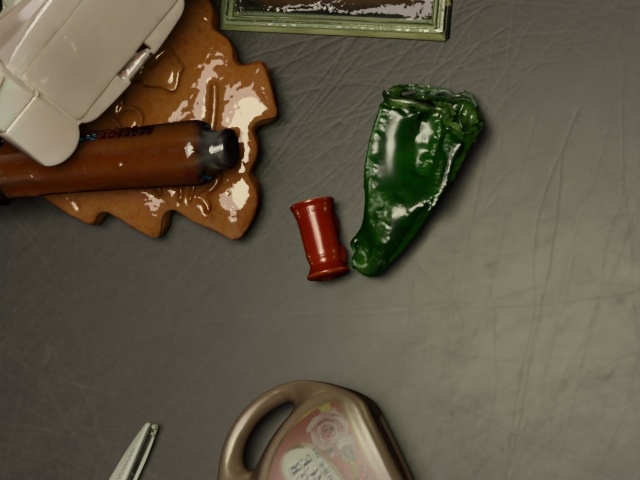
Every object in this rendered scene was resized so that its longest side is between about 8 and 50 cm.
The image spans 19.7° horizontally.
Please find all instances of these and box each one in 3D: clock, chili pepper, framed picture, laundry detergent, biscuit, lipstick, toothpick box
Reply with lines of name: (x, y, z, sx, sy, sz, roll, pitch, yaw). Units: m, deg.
clock: (-0.304, -0.275, 1.898, 0.342, 0.184, 0.326, -48, 50, -5)
chili pepper: (0.085, -0.065, 1.869, 0.108, 0.062, 0.216, 27, 90, 22)
framed picture: (0.019, -0.312, 1.940, 0.252, 0.014, 0.197, 4, 83, 15)
laundry detergent: (-0.039, 0.240, 1.853, 0.237, 0.076, 0.171, -28, 76, 11)
biscuit: (-0.192, -0.114, 1.947, 0.306, 0.043, 0.284, -18, 82, 13)
lipstick: (-0.286, -0.078, 1.914, 0.418, 0.077, 0.077, -4, 82, 18)
toothpick box: (0.000, 0.000, 1.887, 0.047, 0.047, 0.083, -15, 80, 12)

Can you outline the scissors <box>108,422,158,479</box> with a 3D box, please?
scissors: (-0.215, 0.268, 1.919, 0.085, 0.022, 0.176, 30, 94, 19)
